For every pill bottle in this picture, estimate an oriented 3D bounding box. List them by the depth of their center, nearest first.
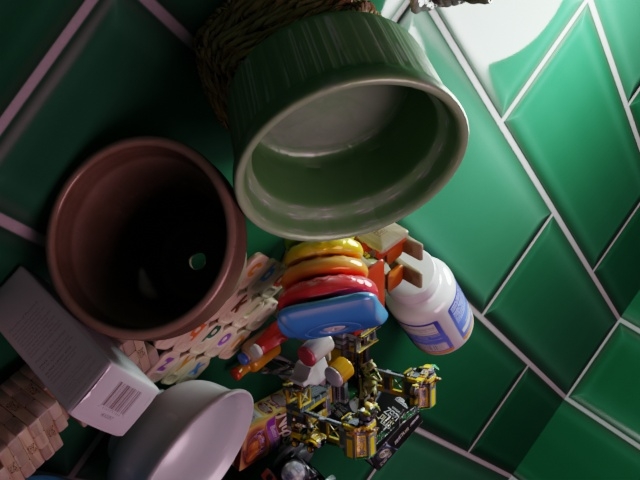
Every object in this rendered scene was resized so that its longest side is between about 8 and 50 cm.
[{"bbox_3d":[0.221,0.124,1.904,0.152,0.152,0.272,-50,145,-10],"label":"pill bottle"}]

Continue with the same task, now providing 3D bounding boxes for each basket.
[{"bbox_3d":[-0.016,-0.205,1.283,0.213,0.223,0.299,-50,146,-9],"label":"basket"}]

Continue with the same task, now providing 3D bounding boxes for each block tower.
[{"bbox_3d":[-0.383,0.228,1.268,0.335,0.091,0.097,-43,147,-32],"label":"block tower"}]

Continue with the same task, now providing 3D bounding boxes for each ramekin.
[{"bbox_3d":[0.023,-0.147,1.166,0.303,0.148,0.303,-12,146,-8],"label":"ramekin"}]

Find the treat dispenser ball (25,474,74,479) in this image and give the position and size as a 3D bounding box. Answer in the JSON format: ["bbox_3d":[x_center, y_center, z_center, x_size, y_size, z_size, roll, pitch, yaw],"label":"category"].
[{"bbox_3d":[-0.411,0.486,1.305,0.288,0.288,0.288,-31,138,-32],"label":"treat dispenser ball"}]

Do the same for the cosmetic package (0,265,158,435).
[{"bbox_3d":[-0.326,0.142,1.176,0.085,0.231,0.117,-50,145,-7],"label":"cosmetic package"}]

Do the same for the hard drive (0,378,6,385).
[{"bbox_3d":[-0.494,0.252,1.246,0.135,0.022,0.094,-18,131,-42],"label":"hard drive"}]

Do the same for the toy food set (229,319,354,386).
[{"bbox_3d":[-0.062,0.207,1.573,0.104,0.232,0.111,-37,124,-32],"label":"toy food set"}]

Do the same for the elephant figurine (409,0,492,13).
[{"bbox_3d":[0.200,-0.424,1.413,0.186,0.169,0.239,-47,141,-23],"label":"elephant figurine"}]

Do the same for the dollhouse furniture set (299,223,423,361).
[{"bbox_3d":[0.084,0.066,1.636,0.262,0.135,0.259,-35,140,-28],"label":"dollhouse furniture set"}]

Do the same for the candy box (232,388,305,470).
[{"bbox_3d":[-0.101,0.364,1.795,0.186,0.053,0.109,-24,134,-41],"label":"candy box"}]

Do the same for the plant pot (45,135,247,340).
[{"bbox_3d":[-0.207,0.012,1.243,0.263,0.263,0.229,-56,165,-1],"label":"plant pot"}]

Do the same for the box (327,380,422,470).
[{"bbox_3d":[0.101,0.372,1.932,0.147,0.180,0.078,-44,144,-17],"label":"box"}]

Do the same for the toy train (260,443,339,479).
[{"bbox_3d":[-0.061,0.526,1.860,0.190,0.142,0.334,-44,162,-9],"label":"toy train"}]

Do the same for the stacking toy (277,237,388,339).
[{"bbox_3d":[0.000,0.000,1.474,0.165,0.302,0.175,-11,163,9],"label":"stacking toy"}]

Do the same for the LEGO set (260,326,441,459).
[{"bbox_3d":[0.072,0.250,1.730,0.331,0.254,0.192,-20,115,-42],"label":"LEGO set"}]

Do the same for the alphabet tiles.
[{"bbox_3d":[-0.167,0.131,1.486,0.278,0.021,0.284,-47,159,5],"label":"alphabet tiles"}]

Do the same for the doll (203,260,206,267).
[{"bbox_3d":[-0.199,0.094,1.458,0.189,0.046,0.129,-10,123,-54],"label":"doll"}]

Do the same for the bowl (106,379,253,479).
[{"bbox_3d":[-0.253,0.338,1.489,0.298,0.134,0.298,-48,158,-26],"label":"bowl"}]

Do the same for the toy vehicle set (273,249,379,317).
[{"bbox_3d":[0.022,0.054,1.705,0.266,0.035,0.166,-3,119,-50],"label":"toy vehicle set"}]
